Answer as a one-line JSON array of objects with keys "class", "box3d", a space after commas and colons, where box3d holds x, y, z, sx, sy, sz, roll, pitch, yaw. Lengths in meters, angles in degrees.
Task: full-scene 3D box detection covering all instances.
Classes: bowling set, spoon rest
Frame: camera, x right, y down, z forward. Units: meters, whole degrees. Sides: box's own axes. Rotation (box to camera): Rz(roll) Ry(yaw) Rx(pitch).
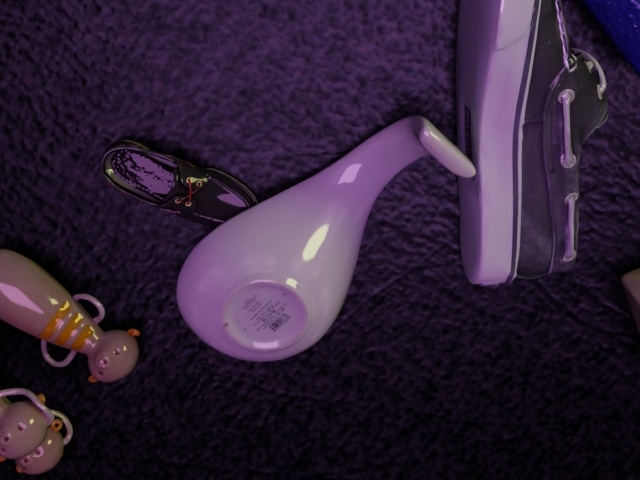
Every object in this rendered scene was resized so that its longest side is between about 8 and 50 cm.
[{"class": "bowling set", "box3d": [-0.290, 0.168, 0.765, 0.154, 0.200, 0.287, 37, 107, -9]}, {"class": "spoon rest", "box3d": [0.000, 0.000, 0.769, 0.137, 0.084, 0.276, 39, 115, -24]}]

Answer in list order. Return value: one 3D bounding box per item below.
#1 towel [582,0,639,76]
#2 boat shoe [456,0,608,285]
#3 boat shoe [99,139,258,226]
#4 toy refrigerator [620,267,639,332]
[{"class": "towel", "box3d": [0.231, -0.301, 0.679, 0.227, 0.076, 0.308, -39, 103, 8]}, {"class": "boat shoe", "box3d": [0.160, -0.104, 0.710, 0.102, 0.108, 0.301, -5, 115, -4]}, {"class": "boat shoe", "box3d": [-0.115, -0.042, 0.776, 0.133, 0.042, 0.049, 23, 103, -6]}, {"class": "toy refrigerator", "box3d": [0.388, 0.033, 0.756, 0.269, 0.094, 0.102, -23, 110, 9]}]
